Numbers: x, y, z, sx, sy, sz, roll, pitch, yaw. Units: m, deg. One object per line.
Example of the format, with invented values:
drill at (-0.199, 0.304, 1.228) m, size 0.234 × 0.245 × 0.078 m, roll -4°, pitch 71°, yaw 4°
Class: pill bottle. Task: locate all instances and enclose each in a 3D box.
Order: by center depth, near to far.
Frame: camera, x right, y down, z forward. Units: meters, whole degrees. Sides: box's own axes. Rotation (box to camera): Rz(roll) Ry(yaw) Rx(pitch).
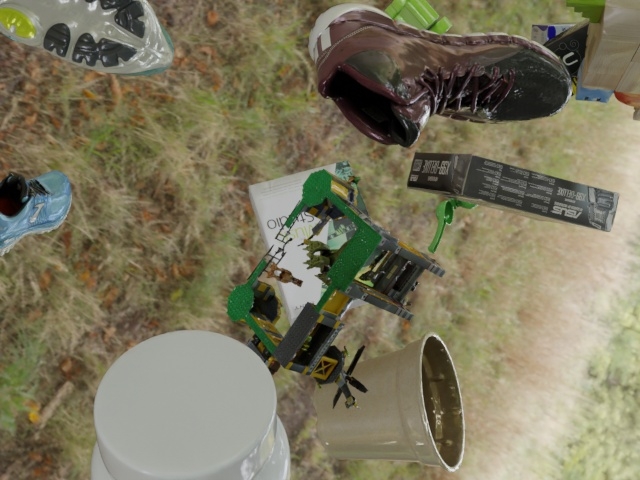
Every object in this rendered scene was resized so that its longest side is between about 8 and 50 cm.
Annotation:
pill bottle at (-0.136, 0.278, 0.850) m, size 0.204 × 0.204 × 0.361 m, roll -30°, pitch 142°, yaw -33°

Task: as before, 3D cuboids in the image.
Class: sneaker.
sneaker at (-0.253, -0.214, 0.686) m, size 0.107 × 0.275 × 0.110 m, roll -61°, pitch 172°, yaw 6°
sneaker at (0.121, -0.137, 0.773) m, size 0.281 × 0.162 × 0.106 m, roll 10°, pitch 132°, yaw -5°
sneaker at (-0.328, -0.043, 0.873) m, size 0.073 × 0.063 × 0.162 m, roll -59°, pitch 179°, yaw 32°

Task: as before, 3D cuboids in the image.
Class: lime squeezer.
lime squeezer at (0.330, -0.078, 1.758) m, size 0.310 × 0.110 × 0.059 m, roll -32°, pitch 108°, yaw -20°

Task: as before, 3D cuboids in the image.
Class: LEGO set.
LEGO set at (0.032, 0.074, 1.211) m, size 0.192 × 0.255 × 0.331 m, roll 26°, pitch 94°, yaw -43°

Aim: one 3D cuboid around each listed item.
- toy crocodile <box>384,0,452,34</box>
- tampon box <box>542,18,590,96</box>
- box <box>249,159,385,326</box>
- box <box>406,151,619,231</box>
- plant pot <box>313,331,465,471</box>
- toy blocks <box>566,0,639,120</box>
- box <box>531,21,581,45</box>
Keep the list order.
toy crocodile at (0.182, -0.440, 1.587) m, size 0.105 × 0.340 × 0.115 m, roll -43°, pitch 99°, yaw 7°
tampon box at (0.548, -0.384, 1.606) m, size 0.120 × 0.161 × 0.101 m, roll 56°, pitch 44°, yaw -10°
box at (0.000, 0.000, 1.664) m, size 0.232 × 0.322 × 0.058 m, roll -16°, pitch 159°, yaw -9°
box at (0.349, -0.093, 1.446) m, size 0.307 × 0.242 × 0.076 m, roll 12°, pitch 94°, yaw -18°
plant pot at (0.163, 0.416, 1.938) m, size 0.334 × 0.305 × 0.334 m, roll 43°, pitch 40°, yaw -52°
toy blocks at (0.522, -0.251, 1.102) m, size 0.261 × 0.381 × 0.191 m, roll 61°, pitch 38°, yaw -75°
box at (0.557, -0.451, 1.750) m, size 0.137 × 0.126 × 0.072 m, roll -2°, pitch 106°, yaw -1°
